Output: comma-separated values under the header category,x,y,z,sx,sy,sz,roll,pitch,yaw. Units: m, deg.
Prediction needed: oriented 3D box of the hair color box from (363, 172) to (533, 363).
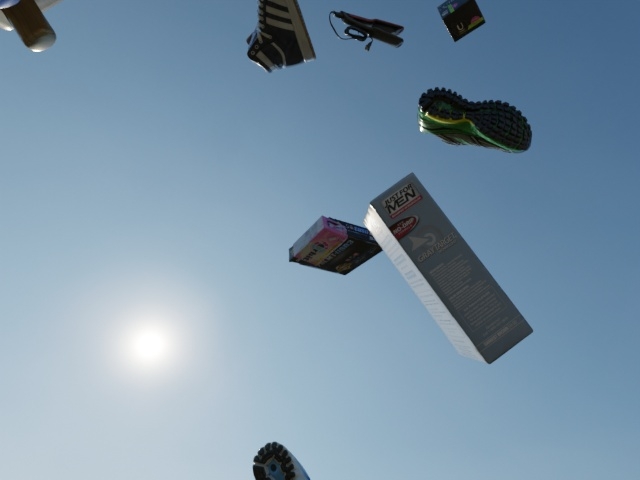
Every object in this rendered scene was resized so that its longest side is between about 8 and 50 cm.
category,x,y,z,sx,sy,sz,roll,pitch,yaw
hair color box,0.245,0.060,0.925,0.113,0.185,0.375,-35,-99,-5

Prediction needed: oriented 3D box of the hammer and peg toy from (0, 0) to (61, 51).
category,x,y,z,sx,sy,sz,roll,pitch,yaw
hammer and peg toy,-0.269,-0.314,0.358,0.265,0.361,0.127,-32,-86,-1

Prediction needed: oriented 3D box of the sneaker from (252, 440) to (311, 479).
category,x,y,z,sx,sy,sz,roll,pitch,yaw
sneaker,-0.016,0.316,0.528,0.063,0.162,0.073,-35,-31,-1

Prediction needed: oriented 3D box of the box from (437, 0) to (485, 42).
category,x,y,z,sx,sy,sz,roll,pitch,yaw
box,0.255,-0.412,0.812,0.062,0.083,0.052,-28,-58,26

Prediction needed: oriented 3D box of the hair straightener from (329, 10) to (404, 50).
category,x,y,z,sx,sy,sz,roll,pitch,yaw
hair straightener,0.126,-0.564,1.201,0.230,0.089,0.047,7,-13,-26

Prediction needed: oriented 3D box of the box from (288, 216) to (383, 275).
category,x,y,z,sx,sy,sz,roll,pitch,yaw
box,0.069,0.032,1.799,0.293,0.074,0.295,15,-35,-34

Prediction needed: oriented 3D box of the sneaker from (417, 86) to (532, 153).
category,x,y,z,sx,sy,sz,roll,pitch,yaw
sneaker,0.454,-0.341,1.325,0.343,0.134,0.146,24,-18,13

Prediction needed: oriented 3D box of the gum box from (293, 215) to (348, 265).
category,x,y,z,sx,sy,sz,roll,pitch,yaw
gum box,0.000,0.000,1.586,0.107,0.062,0.188,23,-50,-32

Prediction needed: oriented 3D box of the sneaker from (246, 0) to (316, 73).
category,x,y,z,sx,sy,sz,roll,pitch,yaw
sneaker,-0.125,-0.517,1.010,0.153,0.099,0.282,-19,-48,8
